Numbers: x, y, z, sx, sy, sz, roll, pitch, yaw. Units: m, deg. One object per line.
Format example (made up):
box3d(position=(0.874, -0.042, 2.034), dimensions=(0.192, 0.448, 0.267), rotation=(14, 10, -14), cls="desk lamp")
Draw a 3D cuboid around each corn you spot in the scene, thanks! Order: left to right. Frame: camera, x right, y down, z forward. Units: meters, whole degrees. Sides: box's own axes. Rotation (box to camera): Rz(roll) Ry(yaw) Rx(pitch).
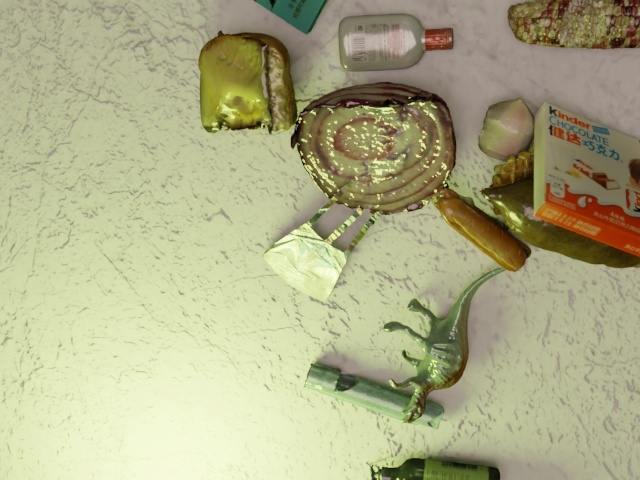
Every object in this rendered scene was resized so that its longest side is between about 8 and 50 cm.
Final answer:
box3d(position=(0.490, -0.402, 1.538), dimensions=(0.290, 0.098, 0.098), rotation=(3, 106, 11), cls="corn")

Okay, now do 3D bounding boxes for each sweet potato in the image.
box3d(position=(0.475, -0.039, 1.578), dimensions=(0.370, 0.158, 0.157), rotation=(9, 110, -22), cls="sweet potato")

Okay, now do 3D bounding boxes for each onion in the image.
box3d(position=(0.111, -0.189, 1.665), dimensions=(0.315, 0.146, 0.280), rotation=(-4, 131, 11), cls="onion")

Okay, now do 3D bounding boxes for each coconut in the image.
box3d(position=(0.359, -0.219, 1.614), dimensions=(0.110, 0.110, 0.124), rotation=(21, 116, 5), cls="coconut")

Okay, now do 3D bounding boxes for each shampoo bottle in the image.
box3d(position=(0.147, -0.387, 1.636), dimensions=(0.221, 0.051, 0.108), rotation=(-1, 105, 11), cls="shampoo bottle")
box3d(position=(0.251, 0.536, 1.855), dimensions=(0.284, 0.101, 0.101), rotation=(4, 107, 11), cls="shampoo bottle")

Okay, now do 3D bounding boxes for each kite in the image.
box3d(position=(-0.001, 0.001, 1.748), dimensions=(0.169, 0.015, 0.310), rotation=(34, 129, -1), cls="kite")

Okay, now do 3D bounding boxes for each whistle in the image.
box3d(position=(0.117, 0.345, 1.849), dimensions=(0.312, 0.062, 0.062), rotation=(18, 109, 6), cls="whistle")

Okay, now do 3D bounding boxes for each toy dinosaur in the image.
box3d(position=(0.250, 0.196, 1.764), dimensions=(0.205, 0.092, 0.393), rotation=(41, 96, -6), cls="toy dinosaur")

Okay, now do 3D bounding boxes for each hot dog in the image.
box3d(position=(0.319, -0.025, 1.654), dimensions=(0.250, 0.100, 0.068), rotation=(35, 106, -25), cls="hot dog")

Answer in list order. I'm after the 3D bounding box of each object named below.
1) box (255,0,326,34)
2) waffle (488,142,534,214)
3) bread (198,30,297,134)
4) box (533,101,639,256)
box3d(position=(-0.082, -0.533, 1.632), dimensions=(0.229, 0.041, 0.162), rotation=(33, 121, 1), cls="box")
box3d(position=(0.412, -0.108, 1.627), dimensions=(0.191, 0.038, 0.191), rotation=(-9, 132, -10), cls="waffle")
box3d(position=(-0.131, -0.317, 1.655), dimensions=(0.262, 0.163, 0.204), rotation=(14, 118, 47), cls="bread")
box3d(position=(0.513, -0.106, 1.511), dimensions=(0.273, 0.264, 0.048), rotation=(19, 140, -9), cls="box")
